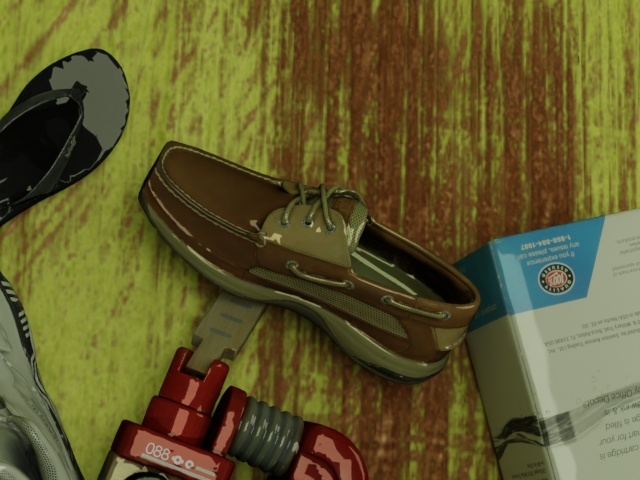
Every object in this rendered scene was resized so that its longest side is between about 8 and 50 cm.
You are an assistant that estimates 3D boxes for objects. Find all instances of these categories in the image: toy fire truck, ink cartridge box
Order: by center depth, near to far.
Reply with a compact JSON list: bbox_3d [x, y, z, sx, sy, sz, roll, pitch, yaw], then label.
[{"bbox_3d":[-0.058,0.159,1.420,0.217,0.158,0.246,22,82,-10],"label":"toy fire truck"},{"bbox_3d":[0.273,0.137,1.516,0.223,0.129,0.308,-11,81,-19],"label":"ink cartridge box"}]

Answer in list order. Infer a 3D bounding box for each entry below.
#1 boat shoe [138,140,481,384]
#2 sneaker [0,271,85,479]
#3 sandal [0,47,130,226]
[{"bbox_3d":[0.000,0.000,1.456,0.324,0.120,0.123,30,40,-13],"label":"boat shoe"},{"bbox_3d":[-0.282,0.128,1.301,0.137,0.210,0.366,-25,87,-8],"label":"sneaker"},{"bbox_3d":[-0.261,-0.074,1.447,0.097,0.054,0.254,45,70,-3],"label":"sandal"}]
